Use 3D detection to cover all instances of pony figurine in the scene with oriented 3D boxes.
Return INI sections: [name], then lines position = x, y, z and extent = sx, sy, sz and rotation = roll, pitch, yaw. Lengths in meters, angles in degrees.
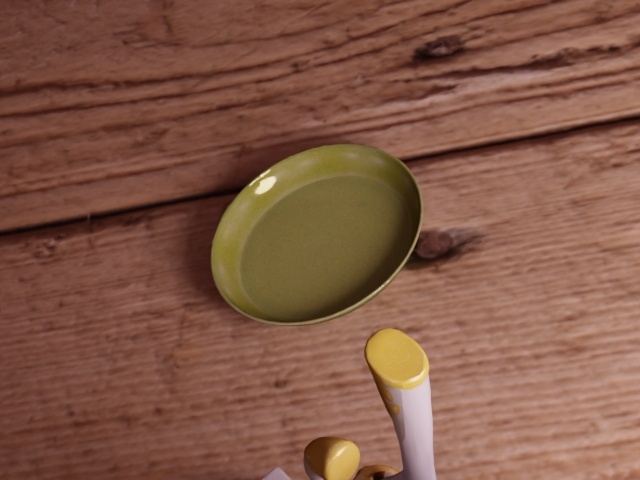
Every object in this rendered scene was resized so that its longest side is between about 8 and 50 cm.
[pony figurine]
position = 0.119, 0.273, 1.473
extent = 0.303, 0.363, 0.351
rotation = -40, 70, -20

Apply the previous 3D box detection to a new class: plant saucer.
[plant saucer]
position = 0.000, 0.000, 1.943
extent = 0.241, 0.037, 0.241
rotation = -13, 49, 16

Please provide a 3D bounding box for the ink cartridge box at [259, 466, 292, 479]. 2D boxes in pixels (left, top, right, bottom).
[ink cartridge box]
position = -0.043, 0.343, 1.669
extent = 0.189, 0.066, 0.232
rotation = -39, 43, -9
